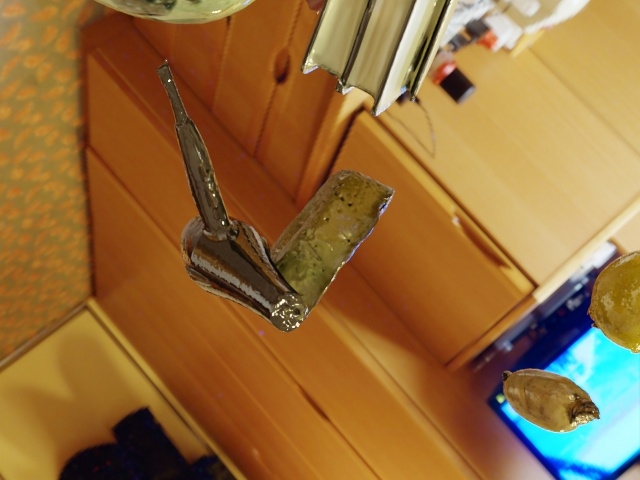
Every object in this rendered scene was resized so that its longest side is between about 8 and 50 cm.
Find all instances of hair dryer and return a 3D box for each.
[{"bbox_3d":[-0.141,-0.060,1.203,0.120,0.360,0.303,-26,-152,-16],"label":"hair dryer"}]

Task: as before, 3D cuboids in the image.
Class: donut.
[{"bbox_3d":[0.000,0.000,1.384,0.272,0.107,0.272,-54,-177,3],"label":"donut"}]

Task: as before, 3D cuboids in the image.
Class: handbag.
[{"bbox_3d":[0.131,-0.384,1.323,0.237,0.160,0.359,-46,163,-49],"label":"handbag"}]

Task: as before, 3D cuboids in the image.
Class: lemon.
[{"bbox_3d":[0.550,0.104,1.569,0.206,0.174,0.173,-26,-179,36],"label":"lemon"}]

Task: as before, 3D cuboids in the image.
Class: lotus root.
[{"bbox_3d":[0.259,0.182,1.038,0.063,0.072,0.152,-53,-153,-15],"label":"lotus root"}]

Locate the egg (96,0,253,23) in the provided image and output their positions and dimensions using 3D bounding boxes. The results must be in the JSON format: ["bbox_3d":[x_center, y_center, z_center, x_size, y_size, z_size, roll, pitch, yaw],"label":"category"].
[{"bbox_3d":[-0.226,-0.428,1.143,0.287,0.379,0.287,-47,-179,1],"label":"egg"}]

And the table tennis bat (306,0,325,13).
[{"bbox_3d":[0.139,-0.533,1.650,0.414,0.268,0.051,-26,-162,32],"label":"table tennis bat"}]
